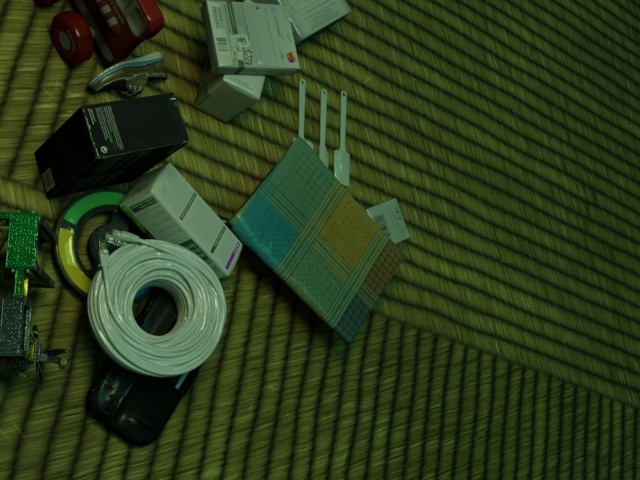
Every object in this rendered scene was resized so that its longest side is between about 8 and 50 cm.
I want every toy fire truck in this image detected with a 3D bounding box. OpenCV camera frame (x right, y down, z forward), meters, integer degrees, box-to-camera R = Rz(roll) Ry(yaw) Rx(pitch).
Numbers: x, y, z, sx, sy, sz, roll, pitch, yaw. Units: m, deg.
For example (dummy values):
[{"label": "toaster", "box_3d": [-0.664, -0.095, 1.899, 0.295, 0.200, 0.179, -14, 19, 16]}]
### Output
[{"label": "toy fire truck", "box_3d": [-0.420, -0.494, 1.700, 0.169, 0.253, 0.302, -29, 95, -37]}]

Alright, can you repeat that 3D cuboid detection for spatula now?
[{"label": "spatula", "box_3d": [0.004, -0.256, 2.081, 0.168, 0.019, 0.242, 12, 71, -31]}]

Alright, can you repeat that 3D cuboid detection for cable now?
[{"label": "cable", "box_3d": [-0.303, 0.126, 1.645, 0.257, 0.089, 0.257, 13, 67, -26]}]

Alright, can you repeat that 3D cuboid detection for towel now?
[{"label": "towel", "box_3d": [0.000, 0.000, 1.894, 0.370, 0.040, 0.271, 47, 59, -18]}]

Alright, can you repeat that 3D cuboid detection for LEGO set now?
[{"label": "LEGO set", "box_3d": [-0.567, 0.090, 1.522, 0.254, 0.192, 0.332, -6, 76, -6]}]

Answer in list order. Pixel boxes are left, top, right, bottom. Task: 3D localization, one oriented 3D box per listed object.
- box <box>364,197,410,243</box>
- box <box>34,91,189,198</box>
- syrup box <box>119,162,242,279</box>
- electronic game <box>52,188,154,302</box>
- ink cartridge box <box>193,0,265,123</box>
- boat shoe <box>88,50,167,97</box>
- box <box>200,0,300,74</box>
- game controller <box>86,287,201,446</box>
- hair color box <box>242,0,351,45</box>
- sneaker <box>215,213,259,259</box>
[{"label": "box", "box_3d": [0.133, -0.030, 2.066, 0.102, 0.087, 0.101, -22, 91, -38]}, {"label": "box", "box_3d": [-0.385, -0.171, 1.631, 0.184, 0.261, 0.103, -13, 85, -37]}, {"label": "syrup box", "box_3d": [-0.267, -0.026, 1.743, 0.237, 0.093, 0.096, 51, 38, -26]}, {"label": "electronic game", "box_3d": [-0.398, 0.012, 1.706, 0.229, 0.048, 0.230, 10, 71, -32]}, {"label": "ink cartridge box", "box_3d": [-0.178, -0.380, 1.901, 0.093, 0.154, 0.213, 25, 65, -25]}, {"label": "boat shoe", "box_3d": [-0.380, -0.326, 1.800, 0.183, 0.066, 0.066, -32, 98, -37]}, {"label": "box", "box_3d": [-0.142, -0.410, 1.815, 0.186, 0.038, 0.145, -6, 79, -31]}, {"label": "game controller", "box_3d": [-0.309, 0.229, 1.711, 0.166, 0.067, 0.319, 51, 54, -31]}, {"label": "hair color box", "box_3d": [-0.111, -0.633, 2.045, 0.185, 0.113, 0.375, -38, 101, -36]}, {"label": "sneaker", "box_3d": [-0.165, -0.013, 1.857, 0.188, 0.078, 0.067, 23, 65, -28]}]
